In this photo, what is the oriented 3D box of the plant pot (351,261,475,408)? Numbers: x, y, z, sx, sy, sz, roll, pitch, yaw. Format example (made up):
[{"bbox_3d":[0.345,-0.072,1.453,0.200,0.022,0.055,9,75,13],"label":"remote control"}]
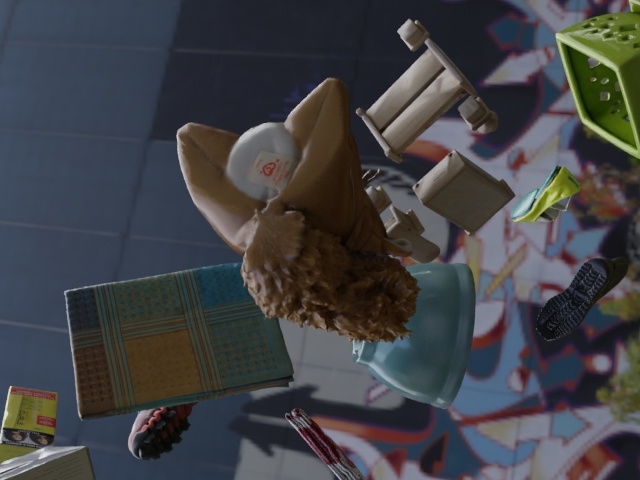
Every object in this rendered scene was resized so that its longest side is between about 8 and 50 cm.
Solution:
[{"bbox_3d":[0.172,0.174,2.193,0.293,0.196,0.293,-170,90,-83],"label":"plant pot"}]

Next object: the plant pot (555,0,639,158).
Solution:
[{"bbox_3d":[0.620,-0.327,2.132,0.227,0.207,0.228,62,173,-34],"label":"plant pot"}]

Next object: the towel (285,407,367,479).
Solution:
[{"bbox_3d":[0.077,0.435,1.960,0.037,0.329,0.237,-43,-20,-4],"label":"towel"}]

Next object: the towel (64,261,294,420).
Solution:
[{"bbox_3d":[-0.253,0.170,1.951,0.040,0.370,0.271,93,164,-53],"label":"towel"}]

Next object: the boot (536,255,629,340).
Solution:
[{"bbox_3d":[0.517,0.113,2.140,0.137,0.077,0.198,-7,-37,-52],"label":"boot"}]

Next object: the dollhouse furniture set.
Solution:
[{"bbox_3d":[0.186,-0.179,2.066,0.174,0.303,0.355,27,-154,-46],"label":"dollhouse furniture set"}]

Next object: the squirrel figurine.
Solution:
[{"bbox_3d":[0.000,0.000,1.732,0.370,0.281,0.397,47,-155,-56],"label":"squirrel figurine"}]

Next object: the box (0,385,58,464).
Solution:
[{"bbox_3d":[-0.464,0.305,1.749,0.232,0.087,0.058,-128,50,-73],"label":"box"}]

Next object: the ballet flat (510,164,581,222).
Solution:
[{"bbox_3d":[0.467,-0.078,2.272,0.077,0.077,0.231,-58,0,-26],"label":"ballet flat"}]

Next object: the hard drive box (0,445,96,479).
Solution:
[{"bbox_3d":[-0.299,0.344,1.100,0.181,0.089,0.232,-15,-88,-46],"label":"hard drive box"}]

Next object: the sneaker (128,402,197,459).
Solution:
[{"bbox_3d":[-0.307,0.310,2.132,0.276,0.135,0.098,-56,-29,-43],"label":"sneaker"}]
